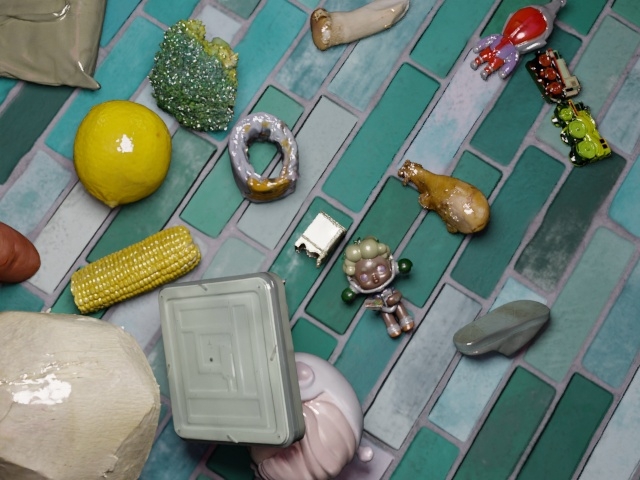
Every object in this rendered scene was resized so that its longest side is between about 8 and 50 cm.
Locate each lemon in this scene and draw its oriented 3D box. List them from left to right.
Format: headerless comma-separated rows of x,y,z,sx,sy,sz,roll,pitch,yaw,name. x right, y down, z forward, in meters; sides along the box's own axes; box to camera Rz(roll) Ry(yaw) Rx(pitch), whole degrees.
-0.361,-0.158,1.449,0.178,0.178,0.203,9,78,-2,lemon

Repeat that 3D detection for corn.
-0.339,0.054,1.455,0.244,0.093,0.093,-26,83,-7,corn

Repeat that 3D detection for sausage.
-0.576,0.013,1.365,0.113,0.259,0.114,0,81,0,sausage

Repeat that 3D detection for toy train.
0.492,-0.269,1.583,0.085,0.053,0.250,-20,80,-15,toy train

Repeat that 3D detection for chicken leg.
0.235,-0.085,1.522,0.207,0.101,0.085,36,75,24,chicken leg

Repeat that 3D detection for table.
0.000,0.000,1.491,0.062,0.079,0.083,38,82,6,table

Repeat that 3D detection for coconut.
-0.428,0.279,1.289,0.346,0.360,0.347,-8,76,36,coconut

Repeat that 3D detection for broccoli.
-0.227,-0.324,1.506,0.194,0.220,0.194,-9,41,8,broccoli

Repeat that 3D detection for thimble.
-0.106,-0.153,1.492,0.127,0.118,0.152,-13,80,-6,thimble

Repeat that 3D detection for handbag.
-0.529,-0.453,1.525,0.253,0.109,0.316,5,86,1,handbag

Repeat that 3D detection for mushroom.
0.078,-0.441,1.582,0.209,0.071,0.084,-19,50,-10,mushroom

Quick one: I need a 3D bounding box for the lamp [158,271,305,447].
-0.150,0.191,1.267,0.269,0.047,0.267,-9,88,39,lamp

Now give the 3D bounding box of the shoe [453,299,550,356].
0.342,0.178,1.493,0.195,0.079,0.078,-20,117,-14,shoe

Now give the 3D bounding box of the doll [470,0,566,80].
0.401,-0.411,1.587,0.227,0.075,0.102,-41,69,0,doll

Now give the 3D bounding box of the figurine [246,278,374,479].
-0.062,0.253,1.365,0.210,0.253,0.362,-22,74,-23,figurine

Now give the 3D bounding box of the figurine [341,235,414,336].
0.109,0.083,1.475,0.147,0.093,0.197,-28,83,4,figurine
